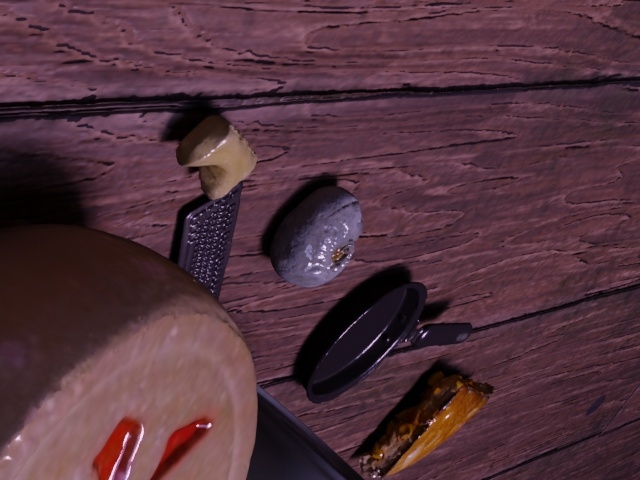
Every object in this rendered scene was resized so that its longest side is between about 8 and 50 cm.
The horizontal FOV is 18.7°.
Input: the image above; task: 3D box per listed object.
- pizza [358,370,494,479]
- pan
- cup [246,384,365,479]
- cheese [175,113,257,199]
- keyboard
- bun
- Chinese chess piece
[{"bbox_3d":[0.107,0.169,1.888,0.178,0.041,0.131,-36,159,-22],"label":"pizza"},{"bbox_3d":[0.061,0.081,1.661,0.136,0.028,0.235,-54,154,21],"label":"pan"},{"bbox_3d":[-0.076,0.257,1.325,0.274,0.259,0.357,-49,-157,-2],"label":"cup"},{"bbox_3d":[-0.065,-0.052,1.192,0.044,0.030,0.083,-51,164,-2],"label":"cheese"},{"bbox_3d":[-0.082,0.019,1.316,0.053,0.010,0.155,-33,155,-31],"label":"keyboard"},{"bbox_3d":[0.000,0.000,1.384,0.083,0.045,0.083,-43,159,-20],"label":"bun"},{"bbox_3d":[-0.175,0.153,1.096,0.338,0.141,0.338,-44,147,-39],"label":"Chinese chess piece"}]
